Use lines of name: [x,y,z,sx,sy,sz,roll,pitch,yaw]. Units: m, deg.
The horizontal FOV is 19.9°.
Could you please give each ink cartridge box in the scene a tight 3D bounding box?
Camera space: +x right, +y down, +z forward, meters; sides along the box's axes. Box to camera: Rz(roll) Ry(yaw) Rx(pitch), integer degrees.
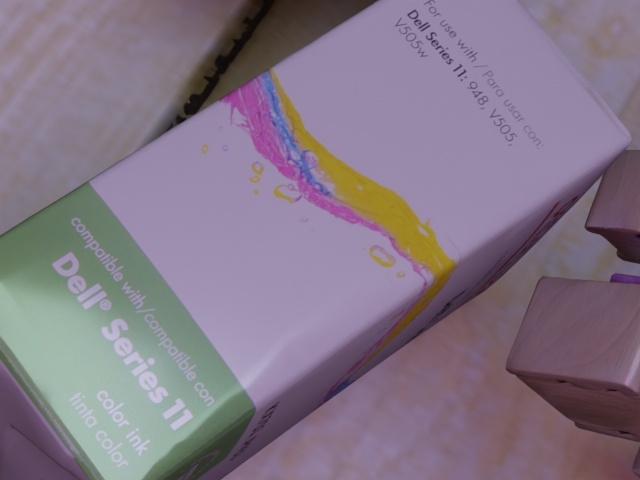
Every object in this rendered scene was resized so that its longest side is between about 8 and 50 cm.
ink cartridge box: [0.000,0.000,0.833,0.353,0.207,0.119,-35,82,-24]

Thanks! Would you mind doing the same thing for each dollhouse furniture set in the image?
dollhouse furniture set: [0.287,-0.002,0.866,0.286,0.198,0.303,39,67,-42]
